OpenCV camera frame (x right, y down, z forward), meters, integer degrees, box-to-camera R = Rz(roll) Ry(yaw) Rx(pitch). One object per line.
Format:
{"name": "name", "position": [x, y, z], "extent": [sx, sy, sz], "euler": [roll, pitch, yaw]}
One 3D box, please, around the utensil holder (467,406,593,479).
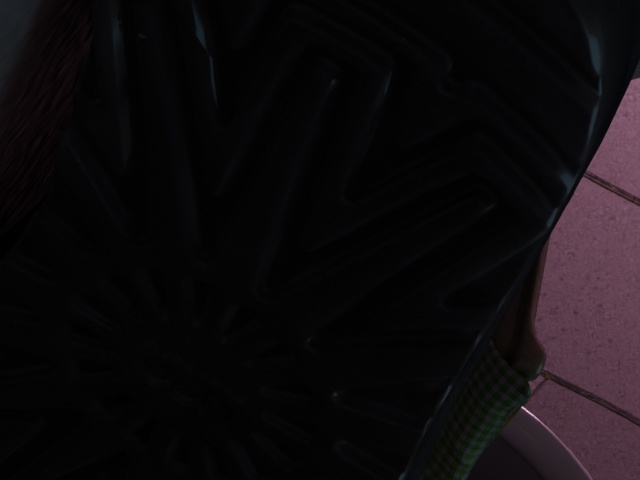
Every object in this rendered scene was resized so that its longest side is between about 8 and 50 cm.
{"name": "utensil holder", "position": [-0.020, 0.274, 1.124], "extent": [0.327, 0.327, 0.385], "euler": [-51, -177, -25]}

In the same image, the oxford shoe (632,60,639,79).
{"name": "oxford shoe", "position": [0.275, -0.171, 0.809], "extent": [0.449, 0.130, 0.169], "euler": [-13, -145, 17]}

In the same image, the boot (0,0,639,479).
{"name": "boot", "position": [0.059, -0.098, 0.576], "extent": [0.367, 0.146, 0.445], "euler": [-51, -176, 48]}

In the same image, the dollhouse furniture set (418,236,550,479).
{"name": "dollhouse furniture set", "position": [0.027, 0.011, 0.889], "extent": [0.301, 0.151, 0.197], "euler": [-71, -177, -51]}
